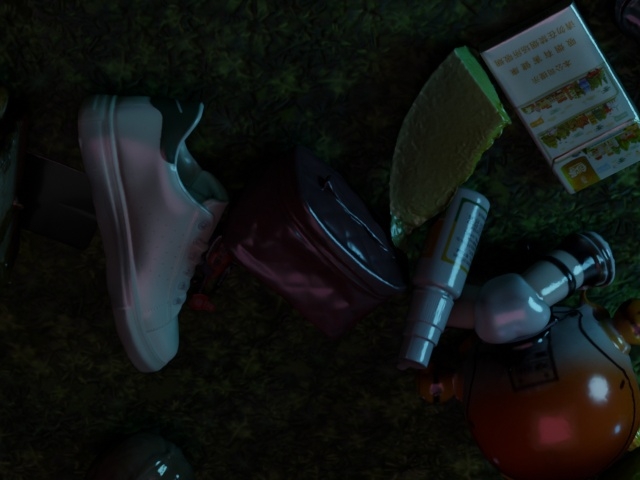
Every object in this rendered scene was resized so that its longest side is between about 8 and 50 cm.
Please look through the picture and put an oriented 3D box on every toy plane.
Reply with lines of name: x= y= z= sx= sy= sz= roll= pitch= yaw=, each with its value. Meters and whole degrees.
toy plane: x=-0.133 y=0.030 z=1.776 sx=0.060 sy=0.037 sz=0.145 roll=16 pitch=119 yaw=-20

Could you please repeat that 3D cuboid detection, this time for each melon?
melon: x=0.143 y=-0.099 z=1.650 sx=0.114 sy=0.053 sz=0.261 roll=31 pitch=119 yaw=13

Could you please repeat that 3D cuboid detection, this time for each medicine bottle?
medicine bottle: x=0.137 y=0.048 z=1.691 sx=0.061 sy=0.220 sz=0.092 roll=23 pitch=163 yaw=-9

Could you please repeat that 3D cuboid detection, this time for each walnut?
walnut: x=-0.249 y=0.336 z=1.923 sx=0.140 sy=0.140 sz=0.162 roll=32 pitch=129 yaw=-17

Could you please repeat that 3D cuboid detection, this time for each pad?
pad: x=-0.346 y=-0.054 z=1.747 sx=0.157 sy=0.003 sz=0.112 roll=21 pitch=121 yaw=-12

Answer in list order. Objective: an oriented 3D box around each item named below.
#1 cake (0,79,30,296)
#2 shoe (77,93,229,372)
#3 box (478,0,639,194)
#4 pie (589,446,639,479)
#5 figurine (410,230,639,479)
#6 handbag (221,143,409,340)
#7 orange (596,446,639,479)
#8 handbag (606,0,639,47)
cake: x=-0.442 y=-0.068 z=1.628 sx=0.196 sy=0.198 sz=0.293 roll=14 pitch=121 yaw=-2
shoe: x=-0.180 y=-0.010 z=1.698 sx=0.160 sy=0.132 sz=0.363 roll=-6 pitch=117 yaw=5
box: x=0.288 y=-0.164 z=1.633 sx=0.122 sy=0.032 sz=0.220 roll=-28 pitch=118 yaw=18
pie: x=0.465 y=0.319 z=1.934 sx=0.241 sy=0.054 sz=0.240 roll=2 pitch=124 yaw=3
figurine: x=0.275 y=0.171 z=1.757 sx=0.320 sy=0.196 sz=0.323 roll=-19 pitch=110 yaw=16
handbag: x=0.000 y=0.000 z=1.685 sx=0.135 sy=0.146 sz=0.225 roll=-36 pitch=117 yaw=24
orange: x=0.460 y=0.382 z=1.809 sx=0.279 sy=0.235 sz=0.279 roll=-5 pitch=136 yaw=-4
handbag: x=0.478 y=-0.209 z=1.579 sx=0.192 sy=0.075 sz=0.332 roll=-33 pitch=120 yaw=25
